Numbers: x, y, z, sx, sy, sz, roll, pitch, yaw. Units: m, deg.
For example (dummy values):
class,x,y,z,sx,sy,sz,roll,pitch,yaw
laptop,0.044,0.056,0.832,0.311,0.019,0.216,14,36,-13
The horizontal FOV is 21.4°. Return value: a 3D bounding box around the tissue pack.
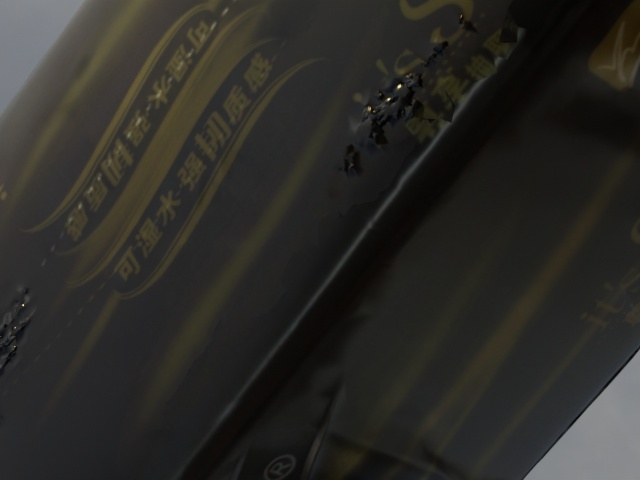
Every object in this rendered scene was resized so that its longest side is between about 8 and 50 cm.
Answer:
class,x,y,z,sx,sy,sz,roll,pitch,yaw
tissue pack,0.000,0.000,0.656,0.198,0.370,0.210,23,-161,-50
